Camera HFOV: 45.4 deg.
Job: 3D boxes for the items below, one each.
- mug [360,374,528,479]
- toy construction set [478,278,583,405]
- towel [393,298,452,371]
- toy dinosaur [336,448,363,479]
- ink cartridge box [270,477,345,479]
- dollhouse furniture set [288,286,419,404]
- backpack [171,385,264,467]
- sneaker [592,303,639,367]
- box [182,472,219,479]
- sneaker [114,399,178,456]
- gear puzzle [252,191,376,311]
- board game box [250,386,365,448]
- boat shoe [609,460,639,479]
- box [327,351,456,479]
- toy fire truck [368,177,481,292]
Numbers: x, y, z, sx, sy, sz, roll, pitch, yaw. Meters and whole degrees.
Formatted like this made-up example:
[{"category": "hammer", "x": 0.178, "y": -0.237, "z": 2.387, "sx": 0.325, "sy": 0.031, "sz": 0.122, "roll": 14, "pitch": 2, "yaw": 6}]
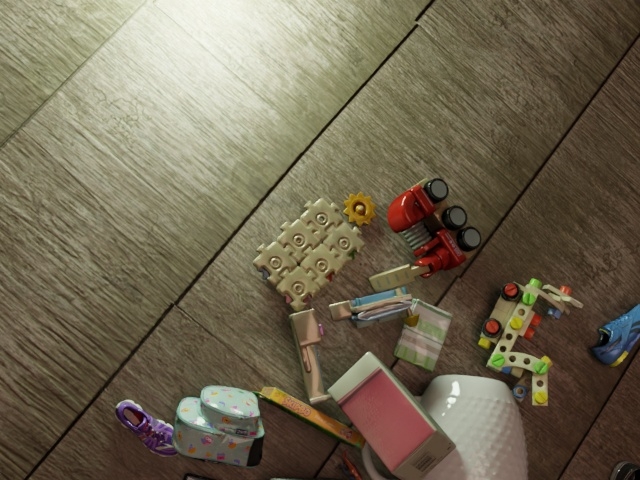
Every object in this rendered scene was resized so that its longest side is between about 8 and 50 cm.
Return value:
[{"category": "mug", "x": 0.276, "y": 0.472, "z": 1.713, "sx": 0.374, "sy": 0.276, "sz": 0.328, "roll": 6, "pitch": 72, "yaw": 6}, {"category": "toy construction set", "x": 0.510, "y": 0.222, "z": 1.862, "sx": 0.215, "sy": 0.151, "sz": 0.328, "roll": 27, "pitch": 66, "yaw": 15}, {"category": "towel", "x": 0.251, "y": 0.229, "z": 1.857, "sx": 0.113, "sy": 0.023, "sz": 0.152, "roll": 24, "pitch": 76, "yaw": -10}, {"category": "toy dinosaur", "x": 0.074, "y": 0.534, "z": 1.735, "sx": 0.047, "sy": 0.090, "sz": 0.082, "roll": -34, "pitch": 47, "yaw": -27}, {"category": "ink cartridge box", "x": -0.018, "y": 0.649, "z": 1.631, "sx": 0.197, "sy": 0.114, "sz": 0.273, "roll": 16, "pitch": 76, "yaw": -41}, {"category": "dollhouse furniture set", "x": 0.101, "y": 0.223, "z": 1.679, "sx": 0.303, "sy": 0.286, "sz": 0.198, "roll": -14, "pitch": 85, "yaw": -5}, {"category": "backpack", "x": -0.218, "y": 0.391, "z": 1.621, "sx": 0.188, "sy": 0.166, "sz": 0.144, "roll": 4, "pitch": 103, "yaw": -10}, {"category": "sneaker", "x": 0.780, "y": 0.228, "z": 1.979, "sx": 0.082, "sy": 0.069, "sz": 0.209, "roll": 43, "pitch": 73, "yaw": -1}, {"category": "box", "x": -0.205, "y": 0.621, "z": 1.650, "sx": 0.232, "sy": 0.059, "sz": 0.183, "roll": 17, "pitch": 77, "yaw": -12}, {"category": "sneaker", "x": -0.368, "y": 0.406, "z": 1.634, "sx": 0.170, "sy": 0.071, "sz": 0.068, "roll": 35, "pitch": 74, "yaw": -8}, {"category": "gear puzzle", "x": 0.000, "y": 0.000, "z": 1.818, "sx": 0.175, "sy": 0.044, "sz": 0.339, "roll": 47, "pitch": 70, "yaw": -2}, {"category": "board game box", "x": -0.029, "y": 0.388, "z": 1.701, "sx": 0.259, "sy": 0.124, "sz": 0.039, "roll": 28, "pitch": 74, "yaw": -10}, {"category": "boat shoe", "x": 0.747, "y": 0.661, "z": 1.896, "sx": 0.080, "sy": 0.076, "sz": 0.228, "roll": 31, "pitch": 75, "yaw": -9}, {"category": "box", "x": 0.148, "y": 0.371, "z": 1.596, "sx": 0.127, "sy": 0.148, "sz": 0.232, "roll": -44, "pitch": 52, "yaw": 1}, {"category": "toy fire truck", "x": 0.220, "y": 0.003, "z": 1.835, "sx": 0.246, "sy": 0.158, "sz": 0.217, "roll": -35, "pitch": 92, "yaw": -28}]
